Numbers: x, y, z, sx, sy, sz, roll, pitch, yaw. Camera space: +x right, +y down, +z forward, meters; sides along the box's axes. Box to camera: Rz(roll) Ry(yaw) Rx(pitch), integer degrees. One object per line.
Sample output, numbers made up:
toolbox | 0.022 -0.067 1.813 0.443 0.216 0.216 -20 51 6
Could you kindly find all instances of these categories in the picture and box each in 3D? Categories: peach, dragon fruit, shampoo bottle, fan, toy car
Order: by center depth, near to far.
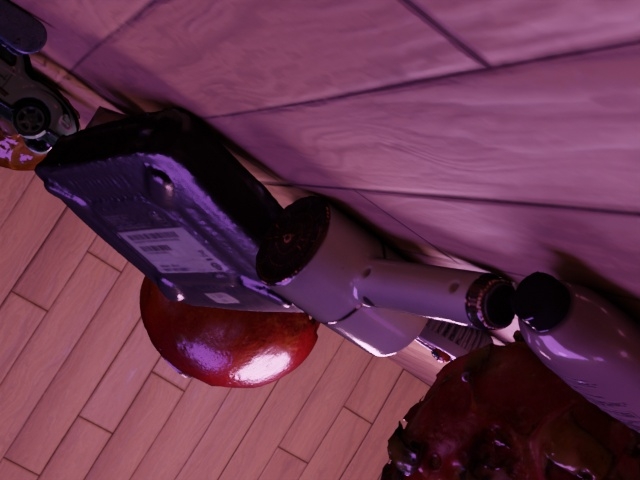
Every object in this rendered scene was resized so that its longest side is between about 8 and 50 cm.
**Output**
shampoo bottle | 0.245 0.100 0.834 0.257 0.078 0.127 34 179 -38
dragon fruit | 0.271 0.231 1.041 0.296 0.314 0.263 56 153 -6
toy car | -0.481 -0.239 1.454 0.306 0.125 0.136 29 170 -4
fan | 0.244 0.179 1.458 0.244 0.074 0.130 31 173 0
peach | -0.189 0.130 1.938 0.335 0.310 0.406 47 177 -42

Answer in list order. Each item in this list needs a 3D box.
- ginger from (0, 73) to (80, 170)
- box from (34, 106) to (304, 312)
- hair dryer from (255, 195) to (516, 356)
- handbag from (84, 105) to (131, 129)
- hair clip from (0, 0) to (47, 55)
ginger | -0.607 -0.261 1.675 0.418 0.176 0.254 35 -179 19
box | -0.186 -0.021 1.326 0.359 0.091 0.350 -3 138 47
hair dryer | 0.097 0.055 1.102 0.203 0.128 0.362 36 164 -31
handbag | -0.272 -0.131 1.447 0.117 0.095 0.173 31 178 -40
hair clip | -0.441 -0.307 1.120 0.275 0.048 0.083 36 176 -25
